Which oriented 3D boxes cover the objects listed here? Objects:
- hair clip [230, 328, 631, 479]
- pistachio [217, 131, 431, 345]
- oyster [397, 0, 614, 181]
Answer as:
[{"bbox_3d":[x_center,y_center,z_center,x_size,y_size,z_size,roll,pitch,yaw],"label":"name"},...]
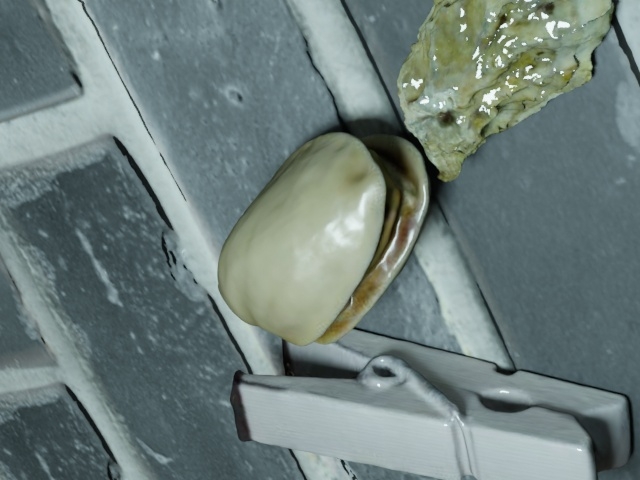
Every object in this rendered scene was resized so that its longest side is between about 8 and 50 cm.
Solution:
[{"bbox_3d":[0.086,0.142,1.290,0.331,0.101,0.085,11,121,30],"label":"hair clip"},{"bbox_3d":[0.000,0.000,1.237,0.223,0.126,0.152,-39,56,46],"label":"pistachio"},{"bbox_3d":[0.116,-0.138,1.089,0.133,0.072,0.209,50,134,-5],"label":"oyster"}]
